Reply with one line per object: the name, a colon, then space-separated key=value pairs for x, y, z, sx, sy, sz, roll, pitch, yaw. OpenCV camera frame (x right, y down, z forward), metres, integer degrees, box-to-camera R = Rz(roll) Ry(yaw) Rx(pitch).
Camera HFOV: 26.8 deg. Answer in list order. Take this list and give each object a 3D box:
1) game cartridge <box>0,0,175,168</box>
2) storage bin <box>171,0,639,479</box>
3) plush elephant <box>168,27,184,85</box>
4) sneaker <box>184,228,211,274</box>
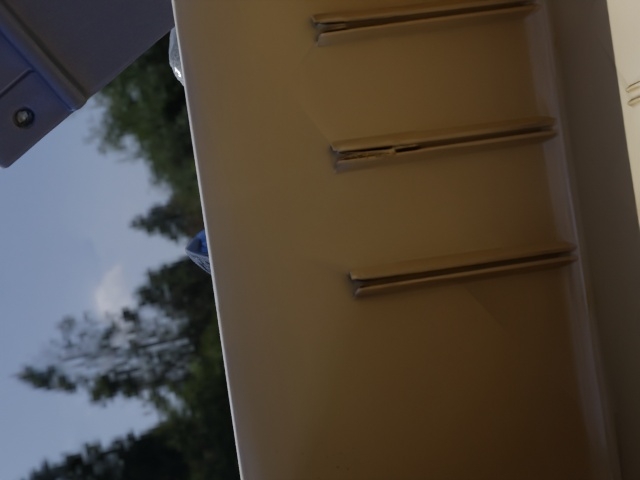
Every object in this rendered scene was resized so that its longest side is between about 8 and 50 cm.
game cartridge: x=-0.123 y=-0.236 z=0.753 sx=0.230 sy=0.355 sz=0.068 roll=49 pitch=-178 yaw=-26
storage bin: x=0.033 y=-0.031 z=0.295 sx=0.260 sy=0.123 sz=0.262 roll=163 pitch=100 yaw=-84
plush elephant: x=0.034 y=-0.299 z=1.151 sx=0.330 sy=0.255 sz=0.272 roll=125 pitch=149 yaw=-46
sneaker: x=0.000 y=0.000 z=0.877 sx=0.069 sy=0.209 sz=0.082 roll=39 pitch=-115 yaw=-41
